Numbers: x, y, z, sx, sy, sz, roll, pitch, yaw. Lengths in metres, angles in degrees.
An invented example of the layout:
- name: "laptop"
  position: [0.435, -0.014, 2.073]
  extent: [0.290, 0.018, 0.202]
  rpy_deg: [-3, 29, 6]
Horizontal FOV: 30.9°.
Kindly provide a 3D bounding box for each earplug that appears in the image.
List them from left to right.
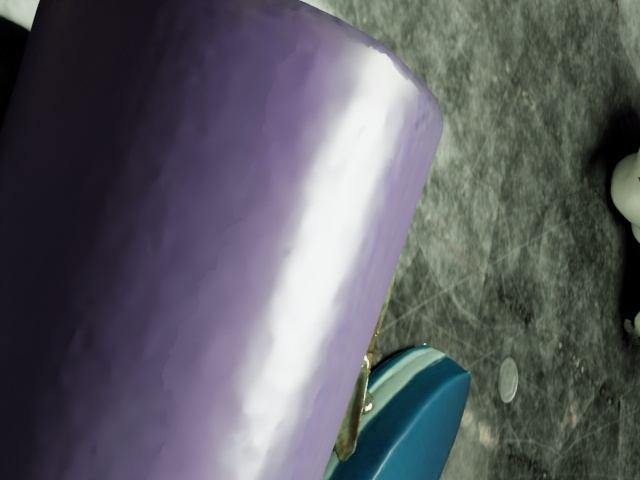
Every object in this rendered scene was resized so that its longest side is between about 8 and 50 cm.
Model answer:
- name: "earplug"
  position: [-0.102, 0.115, 0.545]
  extent: [0.215, 0.215, 0.456]
  rpy_deg: [34, 68, -51]

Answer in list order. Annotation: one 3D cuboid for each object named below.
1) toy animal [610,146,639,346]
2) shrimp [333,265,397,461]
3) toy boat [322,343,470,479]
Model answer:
- name: "toy animal"
  position: [0.424, -0.023, 1.283]
  extent: [0.247, 0.182, 0.310]
  rpy_deg: [-92, 172, -67]
- name: "shrimp"
  position: [0.000, 0.000, 0.807]
  extent: [0.169, 0.058, 0.296]
  rpy_deg: [21, 71, -46]
- name: "toy boat"
  position: [0.036, 0.181, 0.853]
  extent: [0.299, 0.061, 0.096]
  rpy_deg: [-53, 132, -39]
